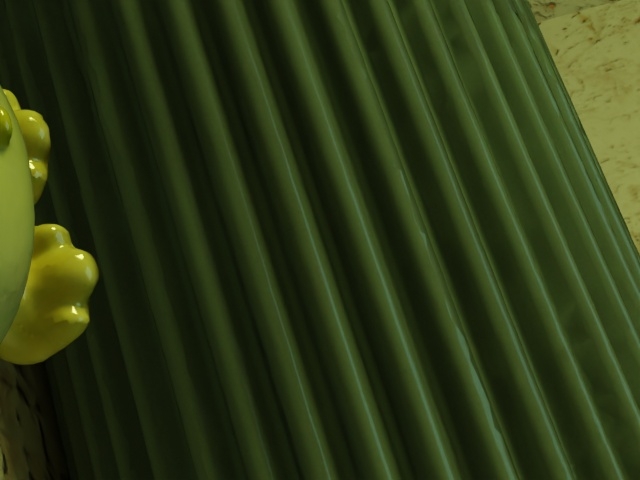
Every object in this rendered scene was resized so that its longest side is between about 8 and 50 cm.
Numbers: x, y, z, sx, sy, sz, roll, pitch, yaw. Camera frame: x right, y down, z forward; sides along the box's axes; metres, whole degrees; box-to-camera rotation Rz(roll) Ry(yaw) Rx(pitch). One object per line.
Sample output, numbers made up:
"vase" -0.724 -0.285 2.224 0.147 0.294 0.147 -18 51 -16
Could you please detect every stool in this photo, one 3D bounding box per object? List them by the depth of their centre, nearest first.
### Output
"stool" 0.000 0.000 0.849 0.297 0.297 0.330 25 47 -78

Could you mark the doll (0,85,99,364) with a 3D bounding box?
"doll" -0.151 -0.026 0.470 0.296 0.117 0.141 44 29 -73
